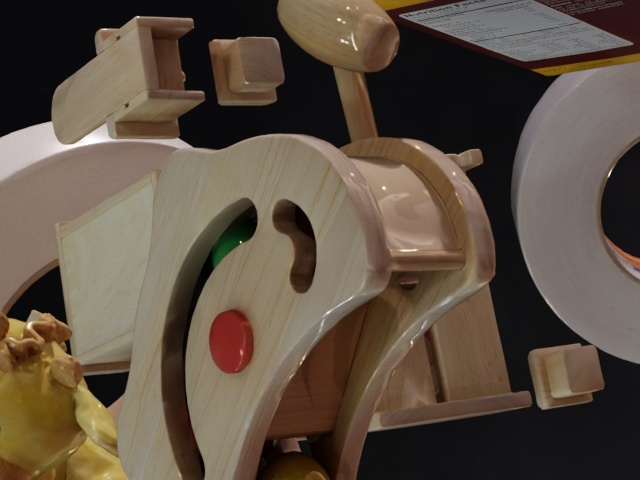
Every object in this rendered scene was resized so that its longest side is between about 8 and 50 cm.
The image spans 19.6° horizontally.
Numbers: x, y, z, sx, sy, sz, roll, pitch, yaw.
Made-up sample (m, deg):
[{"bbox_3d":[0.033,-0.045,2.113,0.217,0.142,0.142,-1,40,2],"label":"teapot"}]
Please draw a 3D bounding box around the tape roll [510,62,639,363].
[{"bbox_3d":[0.238,-0.029,1.240,0.072,0.219,0.219,-82,-3,-75],"label":"tape roll"}]

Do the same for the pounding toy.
[{"bbox_3d":[0.020,0.023,0.858,0.155,0.154,0.269,-1,-72,-41],"label":"pounding toy"}]

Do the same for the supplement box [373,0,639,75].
[{"bbox_3d":[0.123,-0.208,1.004,0.194,0.129,0.191,11,-103,-50],"label":"supplement box"}]

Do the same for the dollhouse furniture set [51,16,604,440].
[{"bbox_3d":[0.000,0.000,1.378,0.356,0.174,0.303,-3,-102,-33],"label":"dollhouse furniture set"}]

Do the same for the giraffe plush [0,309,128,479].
[{"bbox_3d":[-0.170,0.110,0.984,0.170,0.181,0.210,124,155,-66],"label":"giraffe plush"}]

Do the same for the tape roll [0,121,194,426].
[{"bbox_3d":[-0.201,0.086,1.562,0.392,0.072,0.392,-14,-63,-29],"label":"tape roll"}]
